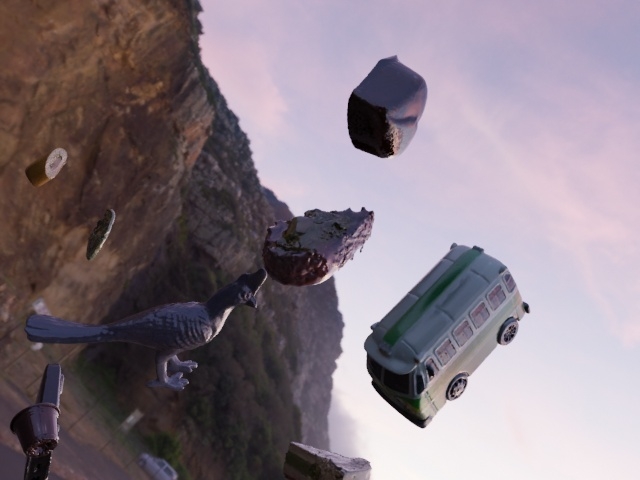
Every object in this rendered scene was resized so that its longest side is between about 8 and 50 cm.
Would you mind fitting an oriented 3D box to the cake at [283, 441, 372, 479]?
[{"bbox_3d":[0.025,0.503,1.140,0.117,0.086,0.220,17,-14,-31],"label":"cake"}]

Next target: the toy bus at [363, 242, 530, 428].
[{"bbox_3d":[0.195,0.142,0.853,0.134,0.276,0.164,30,-23,48],"label":"toy bus"}]

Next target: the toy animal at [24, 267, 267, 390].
[{"bbox_3d":[-0.260,0.162,0.879,0.081,0.367,0.205,-118,-161,-53],"label":"toy animal"}]

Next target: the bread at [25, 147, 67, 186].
[{"bbox_3d":[-0.655,-0.176,1.262,0.049,0.103,0.062,56,2,-46],"label":"bread"}]

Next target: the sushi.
[{"bbox_3d":[-0.001,0.012,1.064,0.161,0.241,0.107,-97,-179,-52],"label":"sushi"}]

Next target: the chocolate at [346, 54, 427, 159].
[{"bbox_3d":[0.102,-0.190,0.756,0.080,0.148,0.125,30,13,25],"label":"chocolate"}]

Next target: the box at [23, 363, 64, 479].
[{"bbox_3d":[-0.850,0.568,1.620,0.290,0.073,0.289,-68,-151,23],"label":"box"}]

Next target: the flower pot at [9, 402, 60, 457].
[{"bbox_3d":[-0.659,0.451,1.235,0.089,0.111,0.111,47,-20,36],"label":"flower pot"}]

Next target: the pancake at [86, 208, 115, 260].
[{"bbox_3d":[-0.520,-0.011,1.237,0.023,0.129,0.116,26,22,-33],"label":"pancake"}]
